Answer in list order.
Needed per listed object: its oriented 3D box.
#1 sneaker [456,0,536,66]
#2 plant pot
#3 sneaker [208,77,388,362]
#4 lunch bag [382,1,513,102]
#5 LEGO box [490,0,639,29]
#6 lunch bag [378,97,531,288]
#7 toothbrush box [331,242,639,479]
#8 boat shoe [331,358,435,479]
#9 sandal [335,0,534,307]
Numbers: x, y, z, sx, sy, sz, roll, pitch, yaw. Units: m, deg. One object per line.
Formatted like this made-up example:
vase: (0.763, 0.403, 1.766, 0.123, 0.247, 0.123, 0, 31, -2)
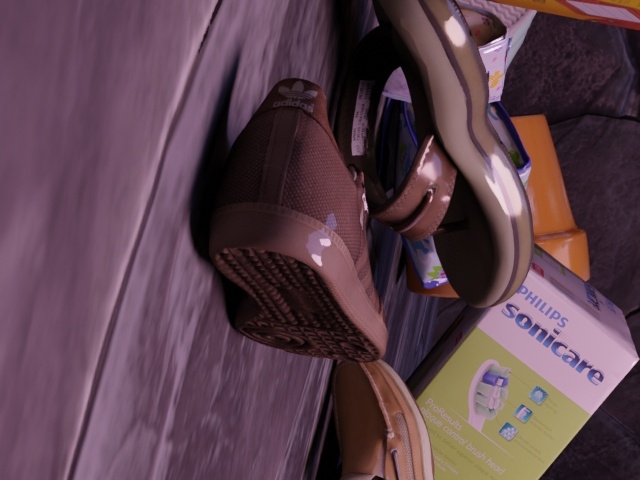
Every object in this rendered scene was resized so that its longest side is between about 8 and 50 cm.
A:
sneaker: (0.169, -0.251, 1.332, 0.256, 0.094, 0.151, 109, 5, -53)
plant pot: (0.193, -0.044, 1.553, 0.205, 0.205, 0.187, -37, 124, -79)
sneaker: (0.000, 0.000, 0.558, 0.188, 0.066, 0.071, 80, 22, -73)
lunch bag: (0.085, -0.124, 0.941, 0.071, 0.083, 0.053, 91, 13, -61)
LEGO box: (0.174, -0.343, 0.829, 0.500, 0.193, 0.372, -21, 123, -82)
lunch bag: (0.091, -0.062, 1.069, 0.128, 0.096, 0.151, 94, -18, -51)
toothbrush box: (0.129, 0.150, 1.175, 0.283, 0.122, 0.206, -51, 178, 12)
boat shoe: (0.043, 0.169, 1.017, 0.068, 0.072, 0.190, -41, -119, 37)
sandal: (0.046, -0.062, 0.763, 0.120, 0.086, 0.302, 62, -1, 37)
